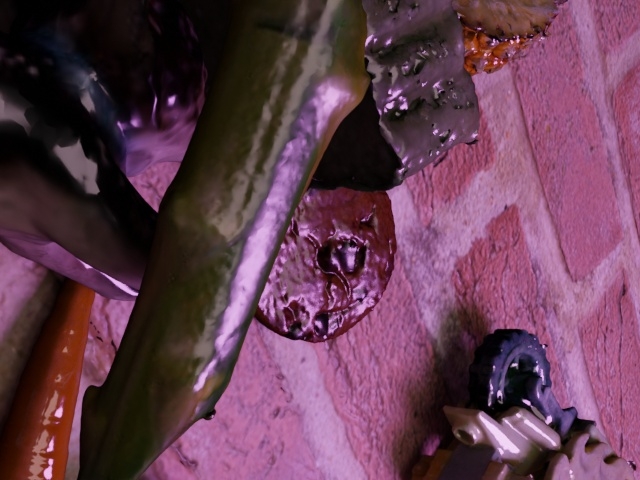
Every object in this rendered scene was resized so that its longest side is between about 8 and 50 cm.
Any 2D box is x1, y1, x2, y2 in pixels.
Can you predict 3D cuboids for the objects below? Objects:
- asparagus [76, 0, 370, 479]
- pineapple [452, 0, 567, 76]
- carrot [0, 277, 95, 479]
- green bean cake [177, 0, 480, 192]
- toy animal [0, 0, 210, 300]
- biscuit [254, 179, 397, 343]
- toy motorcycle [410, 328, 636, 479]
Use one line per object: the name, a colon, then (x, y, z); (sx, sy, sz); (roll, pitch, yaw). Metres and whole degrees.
asparagus: (-0.051, -0.015, 0.455); (0.085, 0.082, 0.343); (17, 91, -44)
pineapple: (0.127, -0.210, 0.823); (0.176, 0.137, 0.161); (-27, 71, -33)
carrot: (-0.206, 0.172, 0.594); (0.069, 0.069, 0.336); (21, 77, -42)
green bean cake: (-0.022, -0.168, 0.605); (0.132, 0.241, 0.255); (-33, 115, -33)
toy animal: (-0.193, -0.104, 0.486); (0.344, 0.194, 0.302); (1, 94, -42)
biscuit: (0.000, 0.000, 0.773); (0.192, 0.049, 0.192); (0, 91, -41)
toy motorcycle: (0.252, 0.302, 0.962); (0.237, 0.169, 0.410); (-50, 119, -35)
